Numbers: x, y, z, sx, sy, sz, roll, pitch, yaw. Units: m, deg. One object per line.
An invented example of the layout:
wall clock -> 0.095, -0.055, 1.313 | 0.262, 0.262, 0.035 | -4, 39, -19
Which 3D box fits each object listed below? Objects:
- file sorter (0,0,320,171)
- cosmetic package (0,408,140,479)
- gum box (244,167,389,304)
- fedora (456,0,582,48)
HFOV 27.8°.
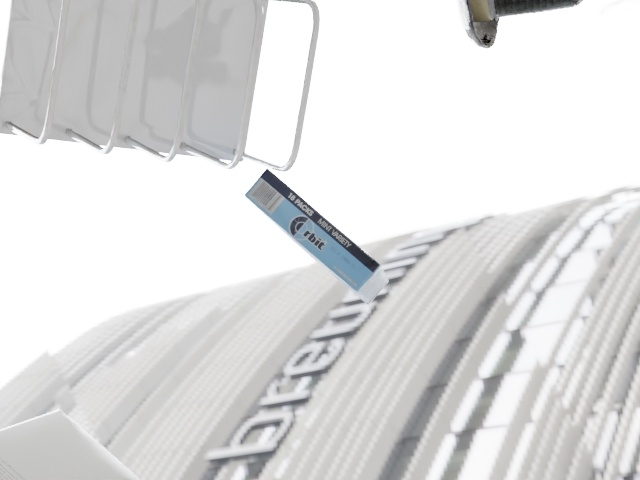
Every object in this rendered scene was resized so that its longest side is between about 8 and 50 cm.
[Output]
file sorter -> -0.160, -0.176, 1.295 | 0.278, 0.173, 0.192 | 5, -80, -29
cosmetic package -> -0.368, 0.330, 1.436 | 0.155, 0.197, 0.365 | 39, -171, 9
gum box -> 0.000, 0.000, 1.406 | 0.157, 0.041, 0.184 | 40, 179, 8
fedora -> 0.249, -0.382, 1.464 | 0.334, 0.152, 0.334 | 6, -90, -75
